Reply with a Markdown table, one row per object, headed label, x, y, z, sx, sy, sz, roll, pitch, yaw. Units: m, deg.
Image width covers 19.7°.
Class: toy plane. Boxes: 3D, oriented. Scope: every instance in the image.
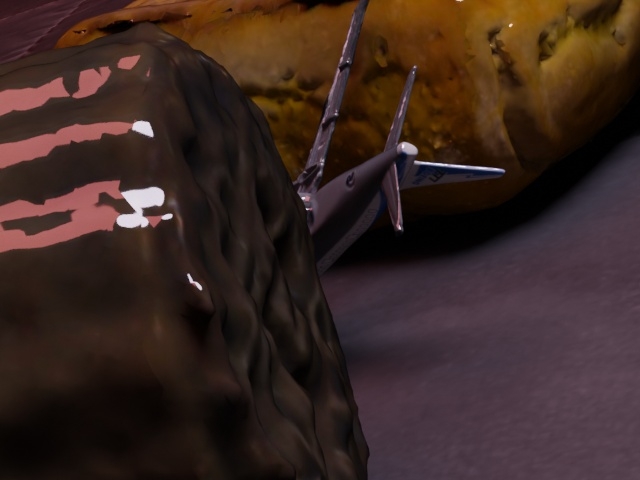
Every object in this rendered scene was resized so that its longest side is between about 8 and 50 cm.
| label | x | y | z | sx | sy | sz | roll | pitch | yaw |
| --- | --- | --- | --- | --- | --- | --- | --- | --- | --- |
| toy plane | -0.002 | -0.001 | 0.861 | 0.226 | 0.058 | 0.226 | -32 | 46 | 53 |

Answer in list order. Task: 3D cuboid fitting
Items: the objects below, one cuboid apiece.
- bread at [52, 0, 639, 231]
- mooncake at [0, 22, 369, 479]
| label | x | y | z | sx | sy | sz | roll | pitch | yaw |
| --- | --- | --- | --- | --- | --- | --- | --- | --- | --- |
| bread | 0.053 | -0.115 | 1.067 | 0.337 | 0.148 | 0.328 | -4 | 20 | 34 |
| mooncake | -0.062 | 0.037 | 0.655 | 0.124 | 0.228 | 0.228 | -22 | 19 | 10 |
